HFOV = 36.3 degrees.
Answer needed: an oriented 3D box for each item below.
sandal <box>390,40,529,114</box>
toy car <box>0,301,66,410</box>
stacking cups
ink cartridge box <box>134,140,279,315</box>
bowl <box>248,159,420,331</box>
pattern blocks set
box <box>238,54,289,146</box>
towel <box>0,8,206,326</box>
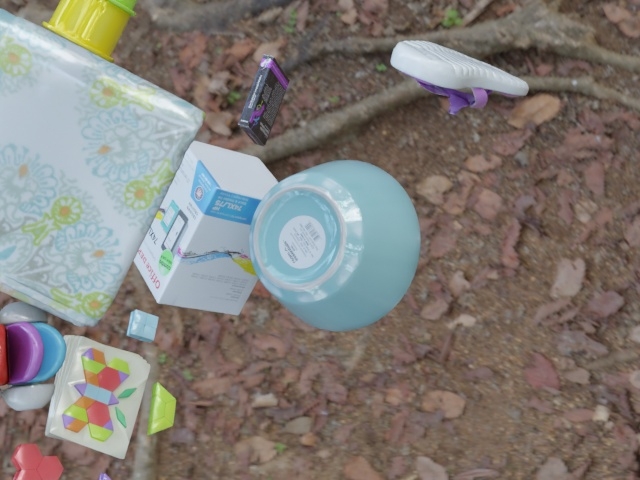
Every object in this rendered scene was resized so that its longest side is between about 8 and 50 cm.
[{"bbox_3d":[0.235,-0.284,1.757,0.169,0.416,0.102,34,110,29],"label":"sandal"},{"bbox_3d":[-0.445,0.162,1.389,0.136,0.182,0.159,-20,73,48],"label":"toy car"},{"bbox_3d":[-0.220,-0.374,1.171,0.096,0.096,0.316,28,91,31],"label":"stacking cups"},{"bbox_3d":[-0.218,-0.023,1.926,0.270,0.197,0.198,-61,42,20],"label":"ink cartridge box"},{"bbox_3d":[0.000,0.000,1.687,0.312,0.163,0.311,-4,82,27],"label":"bowl"},{"bbox_3d":[-0.361,0.252,1.575,0.026,0.285,0.324,-26,59,48],"label":"pattern blocks set"},{"bbox_3d":[-0.119,-0.293,2.054,0.029,0.116,0.162,15,78,19],"label":"box"},{"bbox_3d":[-0.387,-0.090,1.384,0.321,0.090,0.374,26,100,-13],"label":"towel"}]
